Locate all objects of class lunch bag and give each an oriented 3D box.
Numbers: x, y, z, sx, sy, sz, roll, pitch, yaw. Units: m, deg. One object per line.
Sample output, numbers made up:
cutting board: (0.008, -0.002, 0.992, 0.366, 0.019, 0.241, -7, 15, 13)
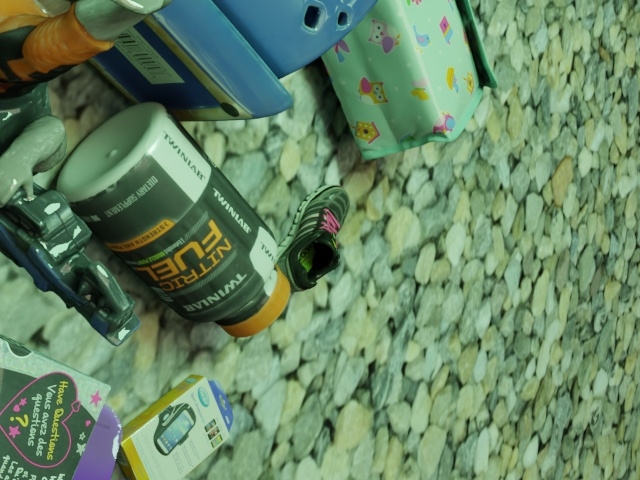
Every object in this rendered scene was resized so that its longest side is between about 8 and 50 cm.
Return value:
lunch bag: (0.119, -0.259, 1.061, 0.262, 0.160, 0.223, -47, 121, -48)

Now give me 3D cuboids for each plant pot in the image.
plant pot: (-0.113, -0.242, 0.766, 0.236, 0.236, 0.212, 46, 66, -38)

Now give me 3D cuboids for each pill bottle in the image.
pill bottle: (-0.129, -0.007, 0.821, 0.246, 0.130, 0.130, 50, 57, -34)

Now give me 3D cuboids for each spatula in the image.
spatula: (-0.259, 0.289, 0.762, 0.084, 0.030, 0.297, 25, 75, -30)

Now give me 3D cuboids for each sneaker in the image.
sneaker: (0.000, 0.000, 0.997, 0.170, 0.074, 0.063, -55, 127, -31)

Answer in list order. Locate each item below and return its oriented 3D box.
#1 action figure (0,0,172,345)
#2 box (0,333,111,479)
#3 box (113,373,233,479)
action figure: (-0.205, -0.103, 0.613, 0.341, 0.330, 0.178, 46, 41, -1)
box: (-0.288, 0.132, 0.572, 0.142, 0.247, 0.163, 38, 65, -42)
box: (-0.152, 0.204, 0.879, 0.136, 0.028, 0.081, -37, 117, -42)
